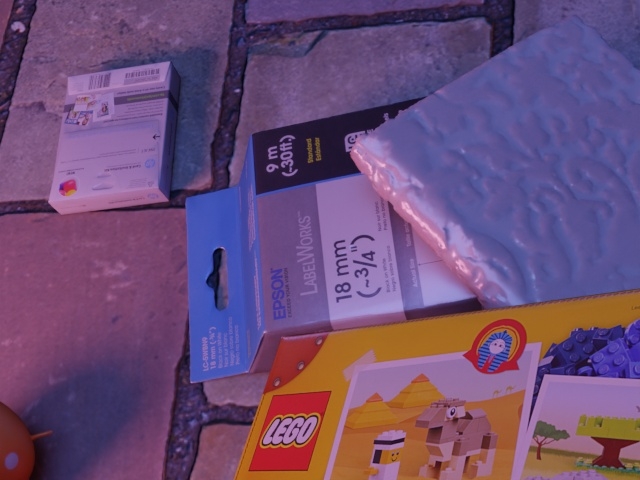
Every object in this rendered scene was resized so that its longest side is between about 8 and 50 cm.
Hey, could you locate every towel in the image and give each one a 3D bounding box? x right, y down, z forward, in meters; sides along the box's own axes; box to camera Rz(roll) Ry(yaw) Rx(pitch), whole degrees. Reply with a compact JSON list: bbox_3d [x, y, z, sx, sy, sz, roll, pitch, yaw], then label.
[{"bbox_3d":[0.246,-0.042,0.874,0.317,0.053,0.332,-33,70,-24],"label":"towel"}]

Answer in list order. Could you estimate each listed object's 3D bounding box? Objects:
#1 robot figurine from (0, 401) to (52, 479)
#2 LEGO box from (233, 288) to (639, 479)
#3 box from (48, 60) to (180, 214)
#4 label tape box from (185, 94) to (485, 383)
[{"bbox_3d":[-0.386,0.243,0.930,0.219,0.128,0.158,-44,61,-10],"label":"robot figurine"},{"bbox_3d":[0.156,0.240,0.584,0.500,0.193,0.372,-13,48,41],"label":"LEGO box"},{"bbox_3d":[-0.252,-0.129,1.136,0.145,0.038,0.186,-7,61,12],"label":"box"},{"bbox_3d":[0.000,0.000,0.964,0.333,0.106,0.241,-11,62,9],"label":"label tape box"}]
